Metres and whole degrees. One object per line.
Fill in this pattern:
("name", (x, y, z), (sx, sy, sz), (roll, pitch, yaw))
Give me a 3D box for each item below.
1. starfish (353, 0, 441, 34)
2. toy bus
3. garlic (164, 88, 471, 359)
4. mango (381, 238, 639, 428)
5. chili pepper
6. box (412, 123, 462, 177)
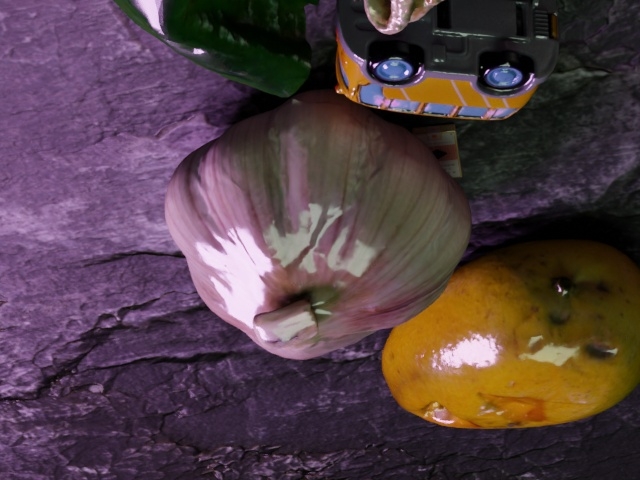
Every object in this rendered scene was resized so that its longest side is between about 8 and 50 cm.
("starfish", (0.243, -0.316, 1.625), (0.324, 0.082, 0.432), (3, 139, -21))
("toy bus", (0.111, -0.185, 1.872), (0.210, 0.126, 0.136), (5, 153, -8))
("garlic", (0.001, -0.015, 2.038), (0.322, 0.241, 0.322), (-18, 145, -13))
("mango", (0.222, 0.115, 2.264), (0.253, 0.182, 0.365), (24, 149, -35))
("chili pepper", (-0.113, -0.261, 1.719), (0.213, 0.167, 0.385), (-23, 140, 30))
("box", (0.124, -0.093, 2.092), (0.046, 0.012, 0.083), (-5, 144, 7))
